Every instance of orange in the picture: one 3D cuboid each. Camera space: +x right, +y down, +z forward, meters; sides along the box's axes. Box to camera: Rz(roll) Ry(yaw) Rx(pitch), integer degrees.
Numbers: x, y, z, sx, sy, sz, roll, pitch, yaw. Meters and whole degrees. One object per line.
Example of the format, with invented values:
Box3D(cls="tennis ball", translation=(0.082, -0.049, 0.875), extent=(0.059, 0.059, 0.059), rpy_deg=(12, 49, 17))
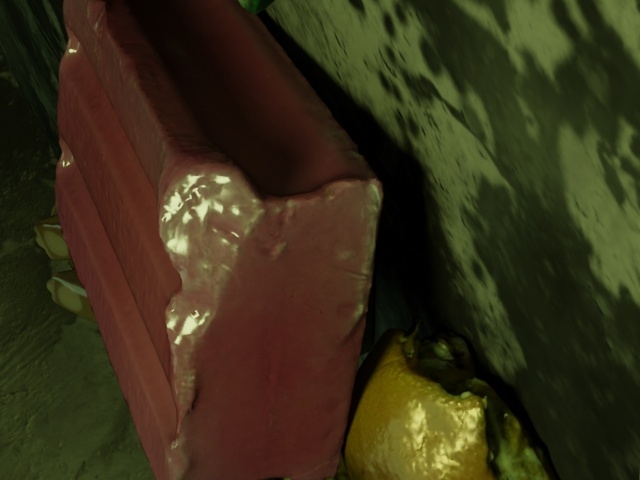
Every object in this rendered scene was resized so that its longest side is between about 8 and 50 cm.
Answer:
Box3D(cls="orange", translation=(0.071, 0.131, 0.940), extent=(0.160, 0.112, 0.170), rpy_deg=(61, 178, 12))

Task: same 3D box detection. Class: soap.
Box3D(cls="soap", translation=(-0.089, -0.025, 0.993), extent=(0.359, 0.128, 0.233), rpy_deg=(-123, 34, -52))

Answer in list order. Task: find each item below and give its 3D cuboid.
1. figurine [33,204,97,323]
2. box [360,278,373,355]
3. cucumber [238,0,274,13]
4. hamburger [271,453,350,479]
Box3D(cls="figurine", translation=(-0.158, -0.006, 1.456), extent=(0.247, 0.173, 0.177), rpy_deg=(-2, 122, 42))
Box3D(cls="box", translation=(0.000, 0.000, 1.119), extent=(0.121, 0.030, 0.193), rpy_deg=(57, 166, 27))
Box3D(cls="cucumber", translation=(-0.046, -0.202, 0.846), extent=(0.116, 0.062, 0.115), rpy_deg=(54, 167, 11))
Box3D(cls="hamburger", translation=(0.037, 0.308, 1.340), extent=(0.285, 0.134, 0.265), rpy_deg=(49, 159, 27))
